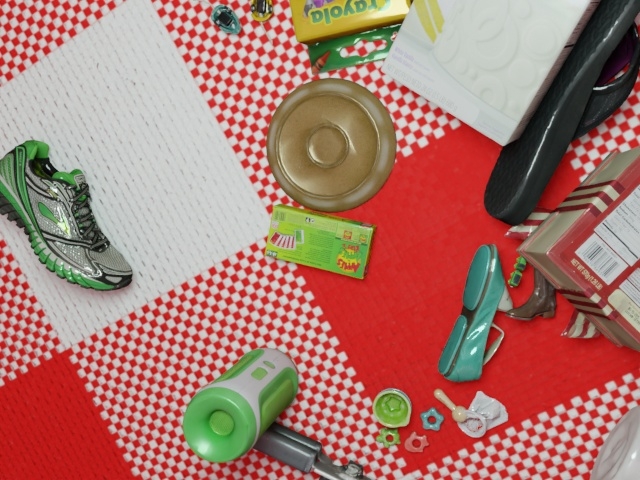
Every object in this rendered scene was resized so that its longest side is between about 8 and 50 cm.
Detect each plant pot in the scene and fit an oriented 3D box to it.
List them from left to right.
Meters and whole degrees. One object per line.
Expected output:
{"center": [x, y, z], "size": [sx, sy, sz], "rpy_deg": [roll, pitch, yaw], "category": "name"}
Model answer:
{"center": [0.014, -0.164, 1.477], "size": [0.236, 0.032, 0.236], "rpy_deg": [2, 98, 13], "category": "plant pot"}

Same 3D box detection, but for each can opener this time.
{"center": [-0.036, 0.409, 1.537], "size": [0.283, 0.076, 0.095], "rpy_deg": [22, 101, 11], "category": "can opener"}

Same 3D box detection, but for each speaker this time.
{"center": [-0.126, 0.269, 1.425], "size": [0.131, 0.296, 0.131], "rpy_deg": [2, 97, 13], "category": "speaker"}

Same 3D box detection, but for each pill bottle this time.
{"center": [0.606, 0.412, 1.335], "size": [0.318, 0.176, 0.176], "rpy_deg": [29, 102, 8], "category": "pill bottle"}

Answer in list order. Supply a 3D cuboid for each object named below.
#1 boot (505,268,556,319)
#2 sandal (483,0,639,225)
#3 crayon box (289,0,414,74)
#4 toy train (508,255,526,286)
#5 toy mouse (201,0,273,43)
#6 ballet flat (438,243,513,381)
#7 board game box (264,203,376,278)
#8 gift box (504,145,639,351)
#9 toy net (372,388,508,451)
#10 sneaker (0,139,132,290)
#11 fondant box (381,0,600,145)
{"center": [0.353, 0.072, 1.405], "size": [0.106, 0.037, 0.114], "rpy_deg": [-4, 103, -31], "category": "boot"}
{"center": [0.403, -0.222, 1.335], "size": [0.107, 0.167, 0.446], "rpy_deg": [20, 110, -15], "category": "sandal"}
{"center": [0.043, -0.454, 1.409], "size": [0.202, 0.081, 0.319], "rpy_deg": [-10, 95, 14], "category": "crayon box"}
{"center": [0.335, 0.040, 1.416], "size": [0.017, 0.024, 0.083], "rpy_deg": [25, 76, 1], "category": "toy train"}
{"center": [-0.151, -0.420, 1.484], "size": [0.143, 0.031, 0.161], "rpy_deg": [0, 97, 13], "category": "toy mouse"}
{"center": [0.276, 0.127, 1.437], "size": [0.087, 0.083, 0.247], "rpy_deg": [14, 101, -14], "category": "ballet flat"}
{"center": [0.000, 0.000, 1.493], "size": [0.181, 0.043, 0.092], "rpy_deg": [13, 102, 11], "category": "board game box"}
{"center": [0.444, 0.020, 1.280], "size": [0.276, 0.258, 0.255], "rpy_deg": [-41, 87, 4], "category": "gift box"}
{"center": [0.209, 0.320, 1.484], "size": [0.232, 0.045, 0.122], "rpy_deg": [1, 97, 13], "category": "toy net"}
{"center": [-0.467, -0.043, 1.552], "size": [0.343, 0.134, 0.146], "rpy_deg": [45, 103, 5], "category": "sneaker"}
{"center": [0.270, -0.346, 1.277], "size": [0.238, 0.096, 0.330], "rpy_deg": [35, 116, 16], "category": "fondant box"}
